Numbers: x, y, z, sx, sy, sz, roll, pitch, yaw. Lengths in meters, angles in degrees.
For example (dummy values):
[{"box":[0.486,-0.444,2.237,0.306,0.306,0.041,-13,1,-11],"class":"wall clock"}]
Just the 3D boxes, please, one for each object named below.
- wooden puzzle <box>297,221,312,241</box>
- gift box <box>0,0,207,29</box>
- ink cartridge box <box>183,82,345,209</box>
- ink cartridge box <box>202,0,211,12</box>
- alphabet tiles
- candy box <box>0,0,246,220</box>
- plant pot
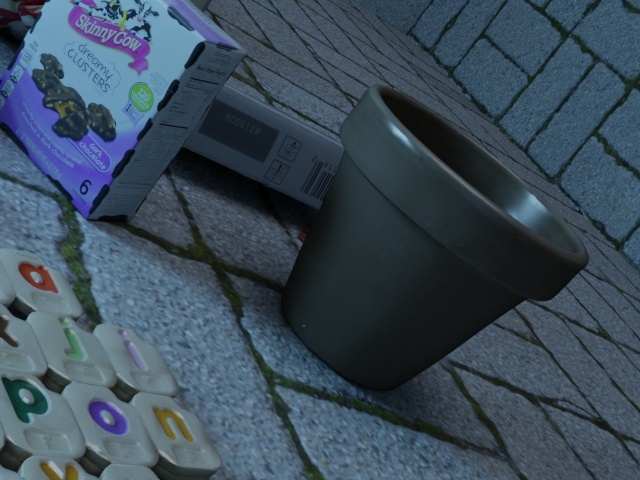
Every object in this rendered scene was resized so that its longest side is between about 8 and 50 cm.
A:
[{"box":[0.000,0.000,1.291,0.049,0.006,0.083,38,17,-1],"class":"wooden puzzle"},{"box":[-0.231,-0.314,1.131,0.255,0.258,0.276,20,-16,45],"class":"gift box"},{"box":[-0.132,-0.159,1.370,0.308,0.091,0.385,23,6,-39],"class":"ink cartridge box"},{"box":[-0.282,-0.396,1.611,0.208,0.087,0.153,38,17,2],"class":"ink cartridge box"},{"box":[-0.190,0.088,0.659,0.284,0.021,0.278,18,26,-48],"class":"alphabet tiles"},{"box":[-0.188,-0.144,0.963,0.165,0.196,0.070,44,20,20],"class":"candy box"},{"box":[0.087,0.017,1.043,0.263,0.229,0.263,33,18,-12],"class":"plant pot"}]
